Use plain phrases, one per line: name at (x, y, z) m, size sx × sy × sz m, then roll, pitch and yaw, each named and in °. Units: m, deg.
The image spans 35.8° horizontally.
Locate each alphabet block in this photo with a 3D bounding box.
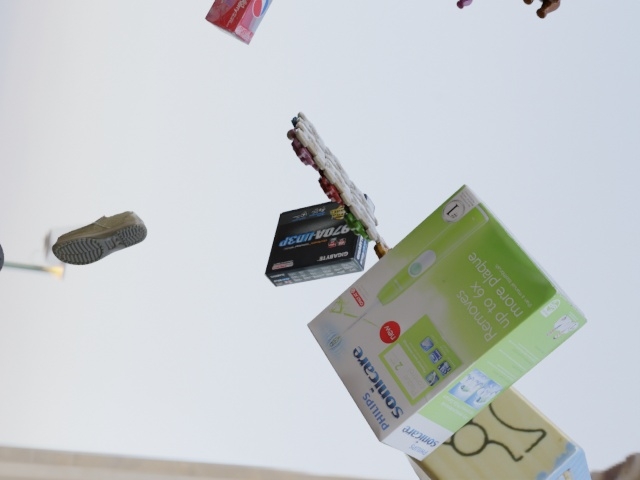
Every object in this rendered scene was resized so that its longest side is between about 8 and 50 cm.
alphabet block at (0.267, 0.345, 1.481) m, size 0.197 × 0.192 × 0.193 m, roll 43°, pitch -14°, yaw 40°

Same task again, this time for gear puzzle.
gear puzzle at (0.043, -0.072, 1.768) m, size 0.044 × 0.339 × 0.175 m, roll -33°, pitch -162°, yaw 12°

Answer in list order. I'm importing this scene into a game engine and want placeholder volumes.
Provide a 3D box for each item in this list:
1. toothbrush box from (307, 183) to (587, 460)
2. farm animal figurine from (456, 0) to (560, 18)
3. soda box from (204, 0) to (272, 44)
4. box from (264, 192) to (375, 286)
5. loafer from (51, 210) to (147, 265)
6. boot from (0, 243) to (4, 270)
toothbrush box at (0.157, 0.105, 1.264) m, size 0.283 × 0.122 × 0.206 m, roll -42°, pitch -128°, yaw 11°
farm animal figurine at (0.299, -0.534, 1.612) m, size 0.330 × 0.172 × 0.327 m, roll 31°, pitch -27°, yaw 27°
soda box at (-0.150, -0.585, 2.238) m, size 0.092 × 0.083 × 0.263 m, roll 30°, pitch -87°, yaw 21°
box at (0.000, 0.000, 2.095) m, size 0.220 × 0.051 × 0.175 m, roll -11°, pitch -132°, yaw 29°
loafer at (-0.335, -0.005, 1.505) m, size 0.050 × 0.147 × 0.056 m, roll -105°, pitch -179°, yaw -52°
boot at (-0.542, -0.048, 1.259) m, size 0.112 × 0.305 × 0.115 m, roll -48°, pitch -167°, yaw -33°
